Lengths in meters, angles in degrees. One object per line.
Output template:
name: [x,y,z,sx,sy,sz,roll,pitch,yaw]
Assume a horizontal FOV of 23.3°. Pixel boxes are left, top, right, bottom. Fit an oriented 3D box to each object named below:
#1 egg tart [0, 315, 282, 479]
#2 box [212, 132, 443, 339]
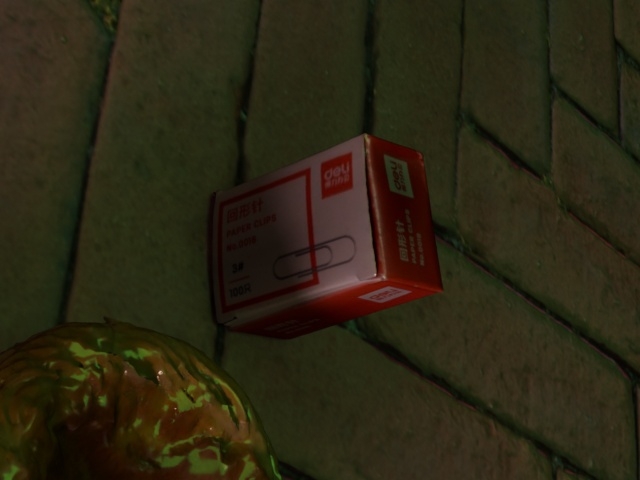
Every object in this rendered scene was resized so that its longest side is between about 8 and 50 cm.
egg tart: [-0.142,0.228,1.043,0.352,0.150,0.352,30,49,-42]
box: [0.000,0.000,1.318,0.099,0.182,0.133,16,64,-48]
